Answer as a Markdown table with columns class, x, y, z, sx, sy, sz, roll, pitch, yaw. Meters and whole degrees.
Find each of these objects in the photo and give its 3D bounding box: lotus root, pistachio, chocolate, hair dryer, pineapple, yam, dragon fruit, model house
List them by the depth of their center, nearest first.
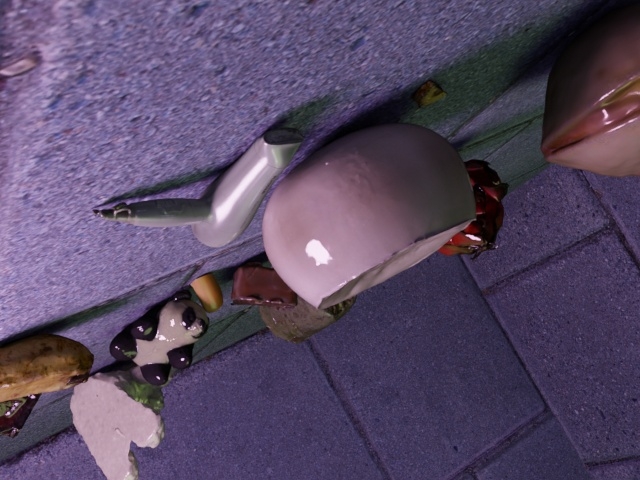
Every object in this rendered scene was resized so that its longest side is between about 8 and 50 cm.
| class | x | y | z | sx | sy | sz | roll | pitch | yaw |
| --- | --- | --- | --- | --- | --- | --- | --- | --- | --- |
| hair dryer | -0.156 | -0.058 | 0.976 | 0.237 | 0.075 | 0.206 | -12 | 155 | -41 |
| pineapple | 0.157 | -0.214 | 1.194 | 0.045 | 0.019 | 0.083 | -39 | 169 | 21 |
| lotus root | -0.479 | 0.205 | 1.320 | 0.110 | 0.097 | 0.258 | -42 | 160 | 28 |
| pistachio | 0.541 | -0.250 | 1.365 | 0.365 | 0.281 | 0.445 | -32 | 177 | -10 |
| model house | -0.625 | 0.344 | 1.620 | 0.152 | 0.106 | 0.165 | -22 | 174 | -31 |
| dragon fruit | 0.296 | -0.060 | 1.771 | 0.234 | 0.234 | 0.293 | -32 | -149 | 19 |
| chocolate | -0.124 | 0.103 | 1.807 | 0.148 | 0.093 | 0.214 | 3 | 170 | -6 |
| yam | -0.035 | 0.155 | 2.206 | 0.195 | 0.195 | 0.300 | -24 | 170 | -36 |

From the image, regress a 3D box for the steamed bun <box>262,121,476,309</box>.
| class | x | y | z | sx | sy | sz | roll | pitch | yaw |
| --- | --- | --- | --- | --- | --- | --- | --- | --- | --- |
| steamed bun | 0.064 | -0.048 | 1.213 | 0.324 | 0.206 | 0.324 | -28 | 169 | -6 |

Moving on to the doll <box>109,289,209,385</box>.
| class | x | y | z | sx | sy | sz | roll | pitch | yaw |
| --- | --- | --- | --- | --- | --- | --- | --- | --- | --- |
| doll | -0.329 | 0.199 | 1.700 | 0.234 | 0.143 | 0.135 | -36 | -160 | 40 |

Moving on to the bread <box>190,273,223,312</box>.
| class | x | y | z | sx | sy | sz | roll | pitch | yaw |
| --- | --- | --- | --- | --- | --- | --- | --- | --- | --- |
| bread | -0.236 | 0.098 | 1.694 | 0.049 | 0.103 | 0.062 | -19 | -144 | 0 |

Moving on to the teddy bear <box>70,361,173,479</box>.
| class | x | y | z | sx | sy | sz | roll | pitch | yaw |
| --- | --- | --- | --- | --- | --- | --- | --- | --- | --- |
| teddy bear | -0.476 | 0.461 | 2.202 | 0.327 | 0.375 | 0.362 | -58 | 150 | 6 |
